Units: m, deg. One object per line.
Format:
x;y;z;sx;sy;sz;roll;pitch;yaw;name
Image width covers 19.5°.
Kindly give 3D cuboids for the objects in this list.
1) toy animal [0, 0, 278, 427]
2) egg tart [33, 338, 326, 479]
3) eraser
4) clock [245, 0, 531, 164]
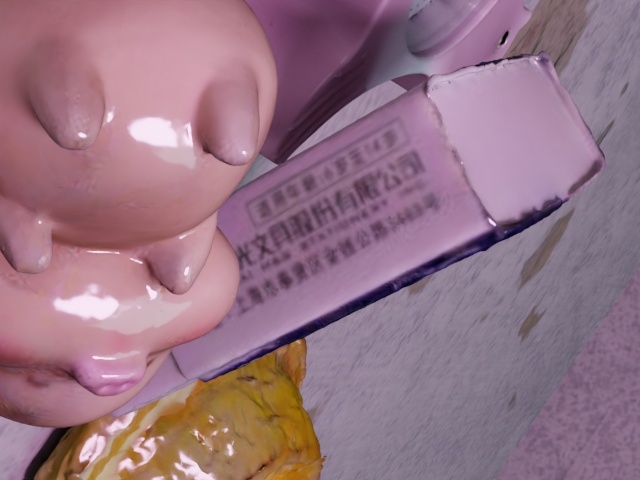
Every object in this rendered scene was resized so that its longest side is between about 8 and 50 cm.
-0.108;-0.021;0.806;0.154;0.166;0.250;-97;-155;-42;toy animal
-0.096;0.172;1.245;0.288;0.118;0.288;-43;159;-21;egg tart
0.000;0.000;1.000;0.287;0.086;0.130;-28;178;38;eraser
0.037;-0.145;1.062;0.290;0.080;0.275;-45;160;-26;clock
